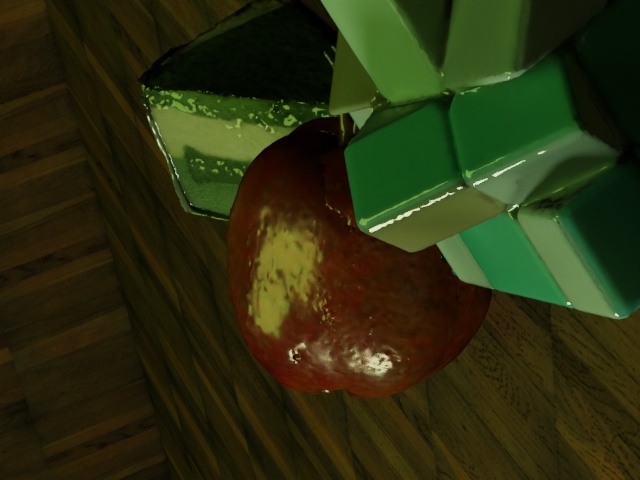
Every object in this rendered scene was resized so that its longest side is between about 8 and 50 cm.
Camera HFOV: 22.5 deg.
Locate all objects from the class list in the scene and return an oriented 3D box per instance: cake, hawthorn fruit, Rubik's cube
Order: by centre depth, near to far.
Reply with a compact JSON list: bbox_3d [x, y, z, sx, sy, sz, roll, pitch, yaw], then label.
[{"bbox_3d":[0.101,-0.097,0.761,0.213,0.265,0.224,56,166,-15],"label":"Rubik's cube"},{"bbox_3d":[0.028,-0.013,1.244,0.211,0.211,0.299,-135,37,-56],"label":"hawthorn fruit"},{"bbox_3d":[0.010,-0.113,1.443,0.284,0.172,0.158,9,133,34],"label":"cake"}]
